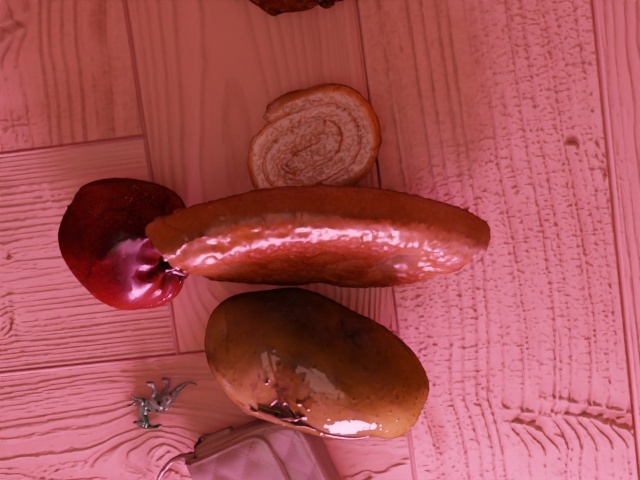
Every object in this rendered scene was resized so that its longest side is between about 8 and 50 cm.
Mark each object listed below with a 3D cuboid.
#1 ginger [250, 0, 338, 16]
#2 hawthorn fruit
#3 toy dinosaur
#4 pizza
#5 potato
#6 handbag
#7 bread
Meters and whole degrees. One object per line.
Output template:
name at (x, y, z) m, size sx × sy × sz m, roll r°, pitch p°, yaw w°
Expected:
ginger at (-0.024, -0.285, 1.543) m, size 0.162 × 0.073 × 0.103 m, roll 3°, pitch 101°, yaw 5°
hawthorn fruit at (-0.216, -0.002, 1.593) m, size 0.172 × 0.148 × 0.148 m, roll 20°, pitch 103°, yaw 30°
toy dinosaur at (-0.181, 0.187, 1.672) m, size 0.083 × 0.021 × 0.062 m, roll 3°, pitch 107°, yaw 9°
pizza at (0.000, 0.000, 1.550) m, size 0.365 × 0.182 × 0.074 m, roll -3°, pitch 69°, yaw -7°
potato at (-0.007, 0.137, 1.573) m, size 0.248 × 0.169 × 0.143 m, roll 19°, pitch 127°, yaw 1°
handbag at (-0.068, 0.329, 1.659) m, size 0.219 × 0.079 × 0.256 m, roll -26°, pitch 95°, yaw 14°
bread at (-0.008, -0.105, 1.579) m, size 0.149 × 0.073 × 0.122 m, roll -22°, pitch 92°, yaw 7°
